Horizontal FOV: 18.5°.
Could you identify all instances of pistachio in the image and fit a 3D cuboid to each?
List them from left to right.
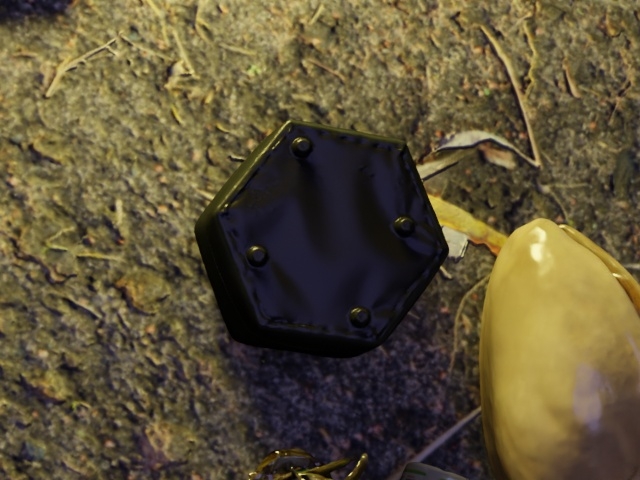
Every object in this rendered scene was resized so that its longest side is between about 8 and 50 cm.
[{"bbox_3d":[0.243,0.136,1.882,0.193,0.214,0.318,13,62,-54],"label":"pistachio"}]

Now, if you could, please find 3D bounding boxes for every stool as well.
[{"bbox_3d":[0.000,0.000,1.867,0.232,0.141,0.232,2,80,-12],"label":"stool"}]

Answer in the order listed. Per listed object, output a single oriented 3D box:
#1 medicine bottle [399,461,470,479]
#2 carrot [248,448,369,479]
[{"bbox_3d":[0.090,0.309,1.866,0.086,0.086,0.183,23,77,-8],"label":"medicine bottle"},{"bbox_3d":[-0.055,0.345,1.769,0.193,0.214,0.331,3,74,23],"label":"carrot"}]
